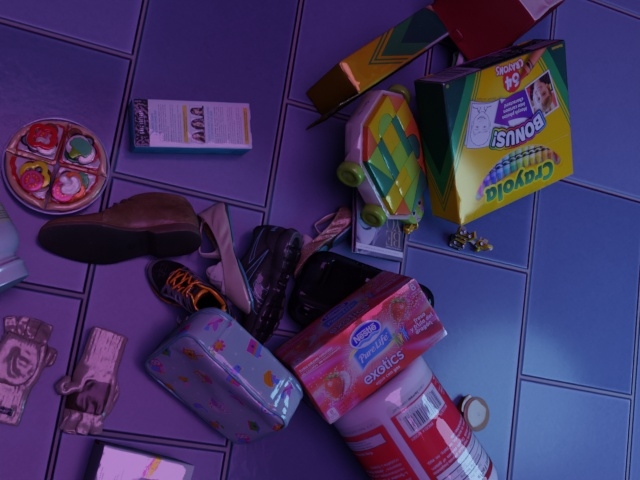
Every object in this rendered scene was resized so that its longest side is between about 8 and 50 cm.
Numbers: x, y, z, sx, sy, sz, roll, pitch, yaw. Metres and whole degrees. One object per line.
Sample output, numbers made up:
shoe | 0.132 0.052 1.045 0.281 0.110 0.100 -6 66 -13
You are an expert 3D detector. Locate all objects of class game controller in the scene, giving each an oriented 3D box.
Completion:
game controller | 0.093 0.137 1.829 0.319 0.067 0.167 20 89 -23

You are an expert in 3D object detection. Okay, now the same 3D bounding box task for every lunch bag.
lunch bag | -0.188 0.259 1.640 0.279 0.224 0.108 44 49 -10

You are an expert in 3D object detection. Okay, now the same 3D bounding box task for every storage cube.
storage cube | 0.402 -0.543 1.972 0.215 0.193 0.183 52 47 -1

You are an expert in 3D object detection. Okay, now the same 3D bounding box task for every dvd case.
dvd case | 0.128 -0.071 1.885 0.164 0.018 0.221 12 77 -47

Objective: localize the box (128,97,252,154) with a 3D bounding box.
box | -0.266 -0.231 1.764 0.244 0.060 0.101 -1 82 -22

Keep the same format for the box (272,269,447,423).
box | 0.076 0.204 1.713 0.300 0.154 0.142 -35 105 -13

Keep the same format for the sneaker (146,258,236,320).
sneaker | -0.252 0.100 1.687 0.215 0.083 0.084 34 69 11

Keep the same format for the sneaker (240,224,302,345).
sneaker | -0.122 0.095 1.768 0.106 0.101 0.267 18 87 21

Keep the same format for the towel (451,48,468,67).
towel | 0.431 -0.297 2.050 0.324 0.038 0.248 20 74 -24

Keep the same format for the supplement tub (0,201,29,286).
supplement tub | -0.670 -0.035 1.478 0.235 0.235 0.325 -30 94 -23

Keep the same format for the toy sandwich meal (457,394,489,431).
toy sandwich meal | 0.343 0.388 1.934 0.085 0.029 0.086 6 79 -32

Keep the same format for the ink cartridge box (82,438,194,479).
ink cartridge box | -0.342 0.454 1.594 0.176 0.128 0.127 20 75 -19

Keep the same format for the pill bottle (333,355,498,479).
pill bottle | 0.214 0.450 1.763 0.229 0.229 0.408 -36 96 -22

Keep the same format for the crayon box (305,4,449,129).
crayon box | 0.102 -0.370 1.856 0.318 0.202 0.081 -37 96 -23

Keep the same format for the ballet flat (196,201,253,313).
ballet flat | -0.197 0.039 1.714 0.086 0.086 0.248 -5 61 -22

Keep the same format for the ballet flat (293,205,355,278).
ballet flat | 0.000 0.000 1.843 0.067 0.073 0.206 40 64 17

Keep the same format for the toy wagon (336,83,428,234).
toy wagon | 0.159 -0.152 1.833 0.267 0.068 0.344 -59 134 -32

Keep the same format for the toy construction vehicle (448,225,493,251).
toy construction vehicle | 0.338 -0.003 1.960 0.098 0.086 0.035 22 68 -17

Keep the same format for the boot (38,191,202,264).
boot | -0.391 -0.030 1.683 0.305 0.112 0.115 -2 52 -17

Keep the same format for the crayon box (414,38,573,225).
crayon box | 0.391 -0.244 1.893 0.362 0.106 0.313 -23 114 -27

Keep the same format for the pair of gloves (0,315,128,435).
pair of gloves | -0.493 0.253 1.612 0.240 0.042 0.204 12 81 -18

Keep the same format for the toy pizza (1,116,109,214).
toy pizza | -0.507 -0.148 1.656 0.201 0.032 0.201 6 72 -18
